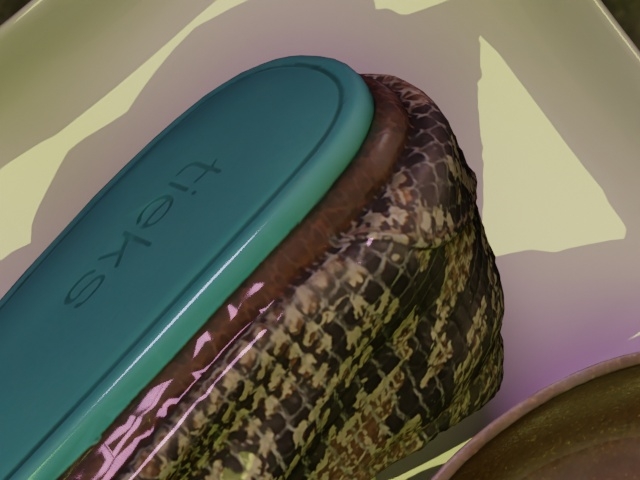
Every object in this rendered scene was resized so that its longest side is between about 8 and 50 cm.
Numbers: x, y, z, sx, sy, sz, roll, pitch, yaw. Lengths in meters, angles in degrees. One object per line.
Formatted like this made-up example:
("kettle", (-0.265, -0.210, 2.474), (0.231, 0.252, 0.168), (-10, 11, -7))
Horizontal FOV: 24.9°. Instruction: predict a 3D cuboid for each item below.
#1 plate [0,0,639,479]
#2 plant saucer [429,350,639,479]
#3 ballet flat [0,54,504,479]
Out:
("plate", (0.000, 0.000, 0.552), (0.278, 0.045, 0.277), (-38, 100, 10))
("plant saucer", (0.132, 0.192, 0.497), (0.311, 0.050, 0.310), (3, 81, -20))
("ballet flat", (-0.120, 0.141, 0.422), (0.483, 0.164, 0.182), (-38, 121, -18))
